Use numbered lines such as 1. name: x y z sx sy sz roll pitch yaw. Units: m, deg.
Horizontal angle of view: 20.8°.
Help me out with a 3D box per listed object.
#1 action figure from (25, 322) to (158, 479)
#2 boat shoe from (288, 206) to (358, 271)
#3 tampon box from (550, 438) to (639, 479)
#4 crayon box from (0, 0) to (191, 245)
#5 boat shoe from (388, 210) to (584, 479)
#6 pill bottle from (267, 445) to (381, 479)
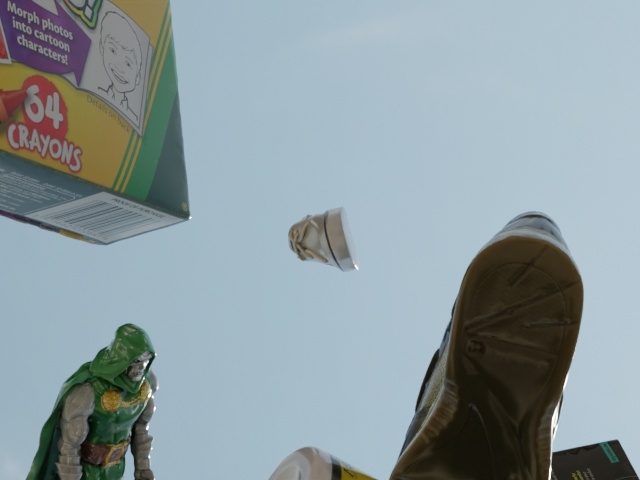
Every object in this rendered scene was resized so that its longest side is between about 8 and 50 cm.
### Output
1. action figure: -0.151 0.152 1.135 0.063 0.232 0.137 34 -149 28
2. boat shoe: 0.000 0.000 0.947 0.035 0.100 0.035 -15 -82 1
3. tampon box: 0.174 0.241 1.351 0.161 0.101 0.120 -11 -149 -4
4. crayon box: -0.253 -0.189 1.321 0.106 0.363 0.313 -15 -109 28
5. boat shoe: 0.088 0.089 0.895 0.080 0.223 0.073 18 -154 10
6. pill bottle: 0.028 0.148 0.809 0.116 0.065 0.065 30 -124 -18
